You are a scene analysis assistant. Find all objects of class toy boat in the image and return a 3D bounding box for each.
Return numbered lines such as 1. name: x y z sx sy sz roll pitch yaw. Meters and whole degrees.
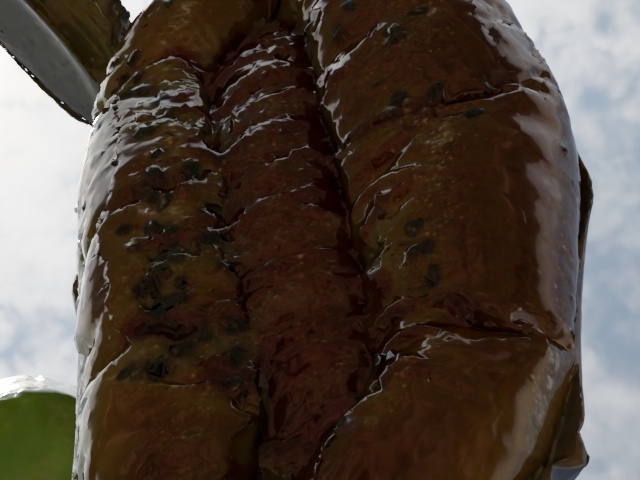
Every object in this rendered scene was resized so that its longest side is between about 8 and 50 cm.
1. toy boat: -0.101 -0.094 0.664 0.049 0.149 0.047 -50 -167 -33

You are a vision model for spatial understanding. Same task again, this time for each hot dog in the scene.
1. hot dog: 0.000 0.000 0.457 0.144 0.075 0.268 -18 -140 13

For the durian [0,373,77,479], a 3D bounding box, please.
1. durian: -0.124 0.140 0.675 0.101 0.250 0.139 1 -130 -21
